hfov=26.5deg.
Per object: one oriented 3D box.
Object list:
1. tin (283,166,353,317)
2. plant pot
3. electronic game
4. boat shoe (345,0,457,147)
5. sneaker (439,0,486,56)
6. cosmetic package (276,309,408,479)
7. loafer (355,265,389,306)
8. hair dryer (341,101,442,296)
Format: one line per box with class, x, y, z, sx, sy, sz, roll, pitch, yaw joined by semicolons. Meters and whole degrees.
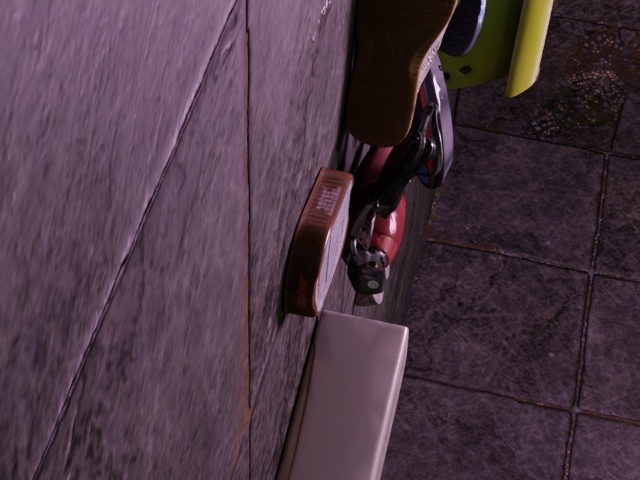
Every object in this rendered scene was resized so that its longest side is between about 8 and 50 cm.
tin;0.000;0.000;1.364;0.190;0.040;0.106;-69;164;-55
plant pot;0.208;-0.333;1.803;0.228;0.207;0.227;-70;170;-46
electronic game;0.116;-0.175;1.659;0.229;0.048;0.229;168;-90;-86
boat shoe;0.087;-0.236;1.463;0.096;0.098;0.277;-71;179;-52
sneaker;0.170;-0.320;1.616;0.082;0.069;0.209;7;80;-65
cosmetic package;0.018;0.259;1.612;0.160;0.113;0.309;89;13;-61
loafer;0.079;0.058;2.124;0.045;0.039;0.125;59;26;-27
hair dryer;0.092;-0.059;1.590;0.224;0.080;0.293;-63;-166;10
